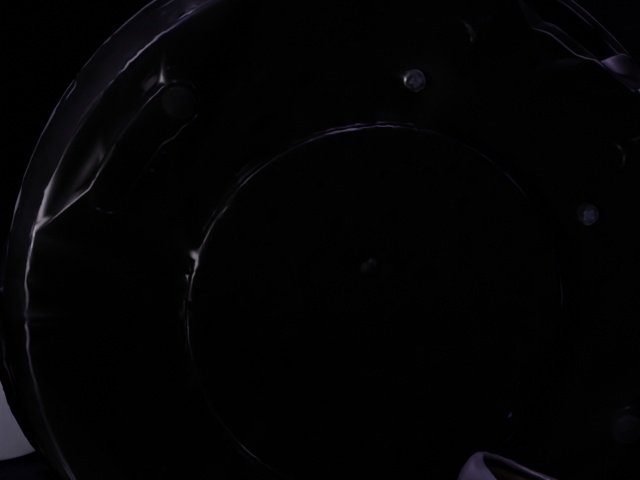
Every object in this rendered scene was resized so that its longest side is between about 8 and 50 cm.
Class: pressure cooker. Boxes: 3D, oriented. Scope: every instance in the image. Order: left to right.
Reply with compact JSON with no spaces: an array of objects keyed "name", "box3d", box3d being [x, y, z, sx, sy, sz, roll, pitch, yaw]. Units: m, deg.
[{"name":"pressure cooker","box3d":[0.006,0.000,0.744,0.375,0.370,0.420,24,9,-11]}]

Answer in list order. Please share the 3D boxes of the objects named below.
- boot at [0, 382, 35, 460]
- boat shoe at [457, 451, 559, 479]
[{"name":"boot","box3d":[-0.350,0.146,1.075,0.258,0.095,0.123,-3,9,1]},{"name":"boat shoe","box3d":[0.115,0.114,0.311,0.080,0.073,0.223,0,8,-44]}]
